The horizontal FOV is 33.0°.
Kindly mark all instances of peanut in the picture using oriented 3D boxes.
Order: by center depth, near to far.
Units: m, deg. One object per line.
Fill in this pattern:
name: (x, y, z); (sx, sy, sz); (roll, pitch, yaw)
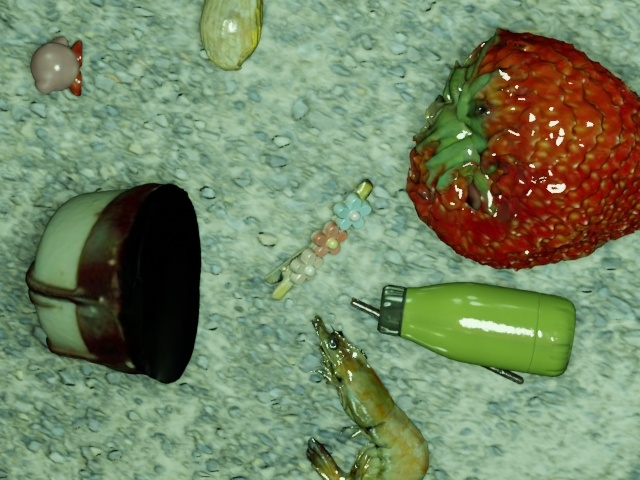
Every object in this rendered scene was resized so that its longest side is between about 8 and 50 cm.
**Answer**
peanut: (-0.115, -0.331, 1.454); (0.087, 0.087, 0.206); (9, 101, 6)

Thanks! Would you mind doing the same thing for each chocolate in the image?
chocolate: (-0.280, 0.056, 1.449); (0.186, 0.283, 0.283); (0, 99, 9)

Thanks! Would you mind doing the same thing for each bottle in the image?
bottle: (0.208, 0.113, 1.468); (0.260, 0.112, 0.112); (9, 100, 7)

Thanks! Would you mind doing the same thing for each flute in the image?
flute: (0.165, 0.143, 1.528); (0.270, 0.014, 0.014); (25, 101, 3)

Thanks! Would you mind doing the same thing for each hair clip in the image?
hair clip: (0.003, 0.004, 1.506); (0.214, 0.062, 0.056); (-44, 50, 13)

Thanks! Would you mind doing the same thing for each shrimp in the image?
shrimp: (0.033, 0.253, 1.546); (0.169, 0.058, 0.296); (-31, 97, 14)

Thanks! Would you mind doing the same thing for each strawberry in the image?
strawberry: (0.294, -0.098, 1.375); (0.351, 0.267, 0.312); (12, 131, -23)

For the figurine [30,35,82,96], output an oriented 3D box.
figurine: (-0.369, -0.245, 1.511); (0.071, 0.067, 0.083); (3, 83, -13)
